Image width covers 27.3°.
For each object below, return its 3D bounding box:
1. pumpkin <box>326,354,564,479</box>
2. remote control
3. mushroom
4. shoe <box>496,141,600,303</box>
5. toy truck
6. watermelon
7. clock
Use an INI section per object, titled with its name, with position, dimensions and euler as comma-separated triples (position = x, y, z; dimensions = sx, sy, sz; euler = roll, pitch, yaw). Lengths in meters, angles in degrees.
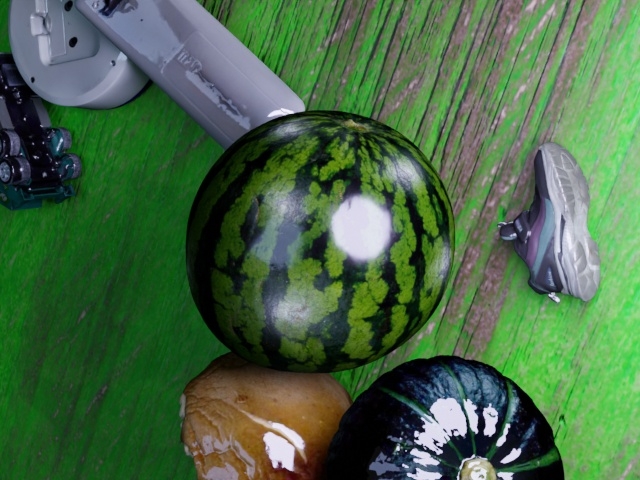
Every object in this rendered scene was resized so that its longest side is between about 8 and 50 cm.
[pumpkin]
position = 0.117, 0.248, 1.382
dimensions = 0.248, 0.248, 0.248
euler = 1, 92, 33
[remote control]
position = -0.162, -0.222, 1.582
dimensions = 0.313, 0.055, 0.109
euler = 43, 103, 6
[mushroom]
position = -0.082, 0.279, 1.479
dimensions = 0.233, 0.208, 0.302
euler = 34, 99, 10
[shoe]
position = 0.230, -0.015, 1.375
dimensions = 0.099, 0.071, 0.169
euler = -11, 89, 36
[toy truck]
position = -0.418, -0.138, 1.774
dimensions = 0.116, 0.110, 0.216
euler = -33, 74, 41
[watermelon]
position = 0.000, 0.000, 1.403
dimensions = 0.285, 0.285, 0.285
euler = 1, 92, 33
[clock]
position = -0.303, -0.286, 1.708
dimensions = 0.230, 0.083, 0.230
euler = 0, 91, 35
